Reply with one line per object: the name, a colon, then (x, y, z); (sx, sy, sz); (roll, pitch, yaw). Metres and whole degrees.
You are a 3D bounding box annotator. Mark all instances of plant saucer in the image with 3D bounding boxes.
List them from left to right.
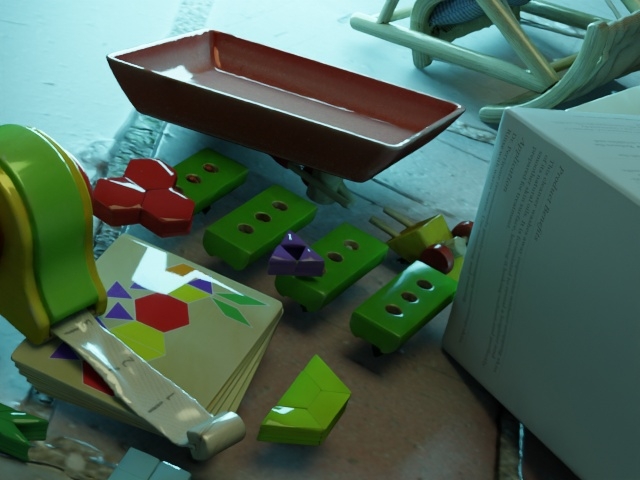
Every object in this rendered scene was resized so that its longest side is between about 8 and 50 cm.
plant saucer: (-0.027, -0.115, 1.697); (0.258, 0.047, 0.259); (18, 16, 13)

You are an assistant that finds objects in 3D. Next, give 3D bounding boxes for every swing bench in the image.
swing bench: (0.217, -0.233, 1.994); (0.255, 0.165, 0.253); (39, 34, 21)

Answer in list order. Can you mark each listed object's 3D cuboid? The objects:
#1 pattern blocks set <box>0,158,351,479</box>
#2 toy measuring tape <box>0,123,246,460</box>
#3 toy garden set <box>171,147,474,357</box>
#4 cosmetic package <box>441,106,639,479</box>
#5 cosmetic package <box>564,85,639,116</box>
pattern blocks set: (-0.115, 0.069, 1.392); (0.285, 0.026, 0.325); (29, 39, 17)
toy measuring tape: (-0.170, 0.012, 1.330); (0.330, 0.121, 0.121); (38, 34, 26)
toy garden set: (0.000, 0.000, 1.591); (0.244, 0.049, 0.204); (29, 33, 18)
cosmetic package: (0.259, 0.070, 1.398); (0.156, 0.217, 0.385); (1, 26, -30)
cosmetic package: (0.322, 0.018, 1.602); (0.113, 0.160, 0.309); (-19, 43, -22)
